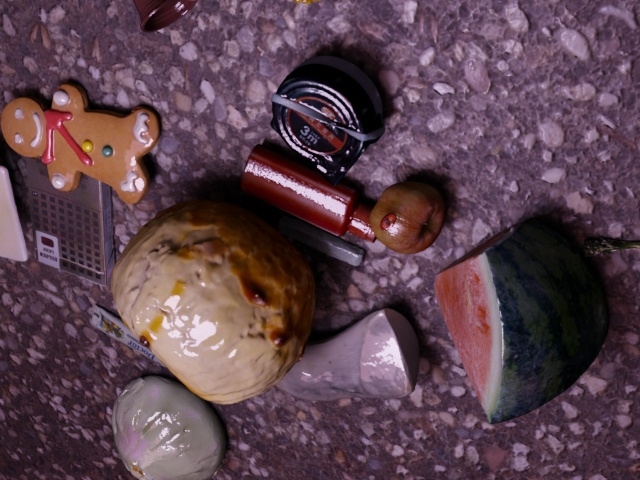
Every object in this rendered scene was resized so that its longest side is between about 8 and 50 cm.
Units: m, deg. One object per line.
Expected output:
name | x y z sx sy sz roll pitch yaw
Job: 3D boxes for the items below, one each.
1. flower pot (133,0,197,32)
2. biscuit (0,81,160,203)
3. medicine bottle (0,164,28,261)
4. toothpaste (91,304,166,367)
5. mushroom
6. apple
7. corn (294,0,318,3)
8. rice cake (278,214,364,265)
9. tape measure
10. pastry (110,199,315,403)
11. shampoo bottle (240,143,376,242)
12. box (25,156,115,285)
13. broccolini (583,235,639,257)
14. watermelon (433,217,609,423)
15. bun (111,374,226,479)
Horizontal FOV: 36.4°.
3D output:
flower pot | -0.269 -0.407 1.586 0.111 0.111 0.089 -34 90 41
biscuit | -0.468 -0.186 1.845 0.339 0.047 0.216 20 110 14
medicine bottle | -0.786 -0.089 2.002 0.406 0.236 0.236 12 128 21
toothpaste | -0.406 0.224 2.169 0.255 0.037 0.067 29 132 11
mushroom | 0.007 0.230 1.891 0.396 0.126 0.177 -14 106 36
apple | 0.146 -0.040 1.619 0.102 0.126 0.126 32 138 38
corn | -0.021 -0.494 1.377 0.115 0.115 0.318 12 129 20
rice cake | 0.000 0.000 1.785 0.170 0.029 0.033 23 136 11
tape measure | 0.013 -0.205 1.573 0.182 0.107 0.181 42 135 -6
pastry | -0.178 0.097 1.748 0.388 0.312 0.388 45 173 7
shampoo bottle | -0.011 -0.076 1.709 0.260 0.064 0.102 25 131 10
box | -0.514 -0.065 1.999 0.180 0.047 0.325 19 130 14
broccolini | 0.486 0.013 1.536 0.139 0.030 0.035 -2 132 24
watermelon | 0.285 0.124 1.576 0.292 0.250 0.283 -13 114 33
bun | -0.369 0.460 2.222 0.293 0.187 0.293 15 127 21
